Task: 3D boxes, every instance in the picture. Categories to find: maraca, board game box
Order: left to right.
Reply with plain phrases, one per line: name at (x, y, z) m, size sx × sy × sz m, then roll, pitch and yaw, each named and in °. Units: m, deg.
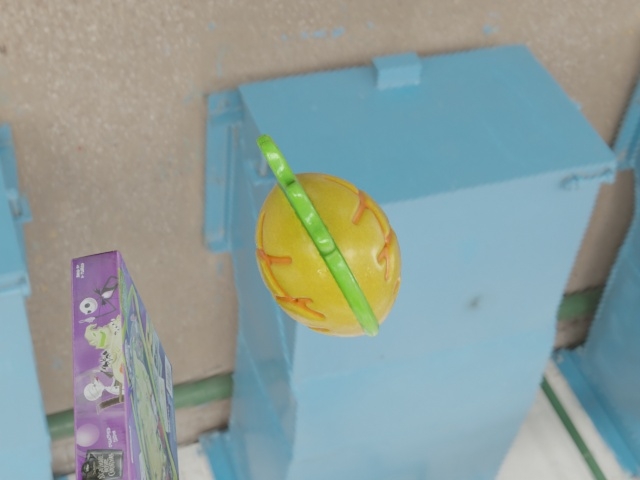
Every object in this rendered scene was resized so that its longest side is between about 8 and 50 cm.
board game box at (-0.150, 0.207, 0.905) m, size 0.056 × 0.346 × 0.208 m, roll -8°, pitch 145°, yaw -3°
maraca at (0.000, 0.000, 0.782) m, size 0.099 × 0.127 × 0.185 m, roll -33°, pitch 145°, yaw -3°
